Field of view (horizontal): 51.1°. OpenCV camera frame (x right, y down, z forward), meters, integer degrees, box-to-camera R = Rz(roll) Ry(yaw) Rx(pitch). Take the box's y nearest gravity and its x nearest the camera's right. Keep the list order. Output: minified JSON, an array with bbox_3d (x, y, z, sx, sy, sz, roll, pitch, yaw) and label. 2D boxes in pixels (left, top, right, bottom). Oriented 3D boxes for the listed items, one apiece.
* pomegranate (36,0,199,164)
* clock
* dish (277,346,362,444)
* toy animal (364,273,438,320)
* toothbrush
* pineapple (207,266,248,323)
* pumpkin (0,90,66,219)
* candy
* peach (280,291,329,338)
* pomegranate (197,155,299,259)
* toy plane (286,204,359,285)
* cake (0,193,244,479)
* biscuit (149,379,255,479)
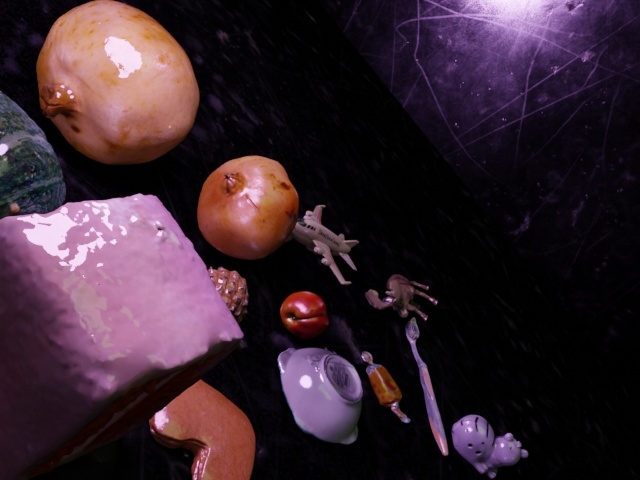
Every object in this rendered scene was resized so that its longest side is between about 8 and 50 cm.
[{"bbox_3d":[-0.351,-0.272,1.192,0.307,0.307,0.307,37,30,-26],"label":"pomegranate"},{"bbox_3d":[0.400,0.480,1.591,0.176,0.117,0.080,44,27,-14],"label":"clock"},{"bbox_3d":[0.024,0.276,1.299,0.224,0.078,0.246,48,27,-4],"label":"dish"},{"bbox_3d":[0.204,0.144,1.729,0.186,0.094,0.214,29,11,-14],"label":"toy animal"},{"bbox_3d":[0.258,0.348,1.629,0.028,0.037,0.375,13,44,-23],"label":"toothbrush"},{"bbox_3d":[-0.231,0.096,1.095,0.237,0.111,0.119,3,34,-51],"label":"pineapple"},{"bbox_3d":[-0.449,-0.102,0.832,0.293,0.197,0.263,37,19,1],"label":"pumpkin"},{"bbox_3d":[0.139,0.323,1.460,0.053,0.046,0.182,3,49,-53],"label":"candy"},{"bbox_3d":[-0.030,0.149,1.358,0.100,0.100,0.101,37,30,-26],"label":"peach"},{"bbox_3d":[-0.144,-0.066,1.328,0.209,0.209,0.209,37,30,-26],"label":"pomegranate"},{"bbox_3d":[0.000,0.000,1.590,0.244,0.092,0.229,18,44,-46],"label":"toy plane"},{"bbox_3d":[-0.281,0.115,0.778,0.230,0.309,0.237,54,30,10],"label":"cake"},{"bbox_3d":[-0.177,0.299,1.003,0.192,0.036,0.186,42,30,-16],"label":"biscuit"}]
